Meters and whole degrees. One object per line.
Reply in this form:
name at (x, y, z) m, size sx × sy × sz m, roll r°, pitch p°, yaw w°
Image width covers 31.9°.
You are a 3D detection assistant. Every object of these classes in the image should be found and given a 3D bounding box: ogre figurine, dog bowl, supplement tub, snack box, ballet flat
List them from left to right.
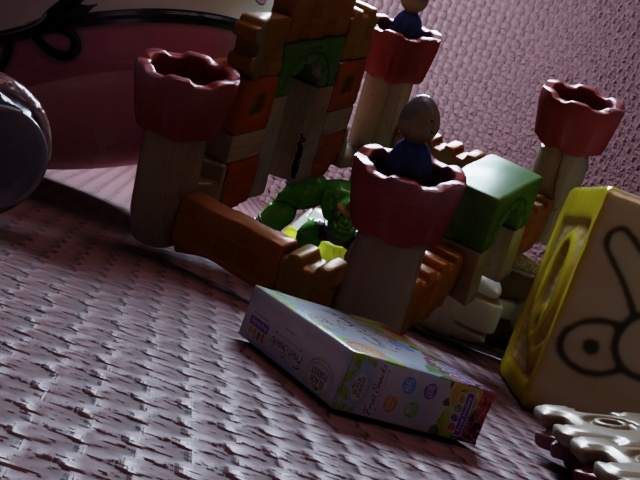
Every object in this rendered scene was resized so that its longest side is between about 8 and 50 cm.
supplement tub at (-0.256, -0.076, 0.800) m, size 0.106 × 0.106 × 0.198 m, roll 19°, pitch 4°, yaw -33°
dog bowl at (-0.219, -0.189, 1.163) m, size 0.408 × 0.150 × 0.408 m, roll -8°, pitch -10°, yaw -1°
ballet flat at (0.000, 0.000, 1.363) m, size 0.077 × 0.077 × 0.231 m, roll 24°, pitch 4°, yaw 21°
ogre figurine at (0.019, -0.012, 1.212) m, size 0.197 × 0.118 × 0.097 m, roll 25°, pitch 27°, yaw 16°
snack box at (0.023, 0.072, 0.671) m, size 0.100 × 0.037 × 0.141 m, roll 17°, pitch 4°, yaw -29°
ballet flat at (0.194, 0.075, 1.136) m, size 0.348 × 0.123 × 0.123 m, roll 20°, pitch 3°, yaw -9°

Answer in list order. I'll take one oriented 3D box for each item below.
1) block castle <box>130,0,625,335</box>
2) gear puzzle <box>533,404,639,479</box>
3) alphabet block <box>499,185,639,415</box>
block castle at (0.064, -0.102, 1.021) m, size 0.303 × 0.213 × 0.453 m, roll 26°, pitch 27°, yaw 24°
gear puzzle at (0.225, 0.147, 0.556) m, size 0.175 × 0.044 × 0.339 m, roll 6°, pitch 4°, yaw -4°
alphabet block at (0.282, 0.074, 0.944) m, size 0.197 × 0.192 × 0.193 m, roll 22°, pitch 1°, yaw 2°
